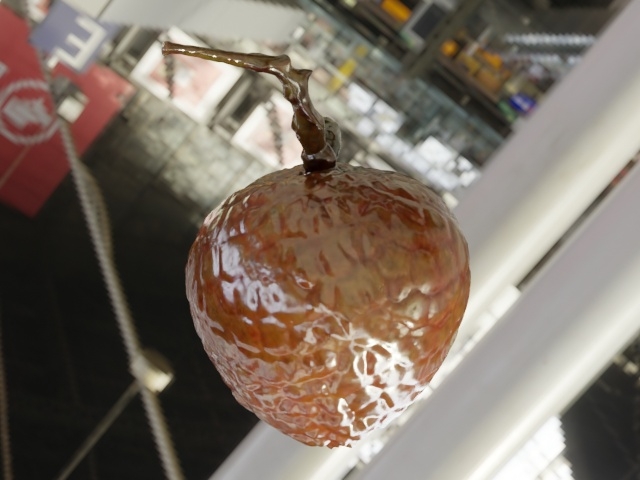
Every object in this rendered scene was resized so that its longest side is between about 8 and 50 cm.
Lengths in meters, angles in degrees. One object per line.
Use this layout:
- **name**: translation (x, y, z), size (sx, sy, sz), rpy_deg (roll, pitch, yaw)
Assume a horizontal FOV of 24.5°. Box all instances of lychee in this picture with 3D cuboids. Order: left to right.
- **lychee**: translation (0.003, 0.006, 0.519), size (0.101, 0.140, 0.114), rpy_deg (29, -152, 25)
